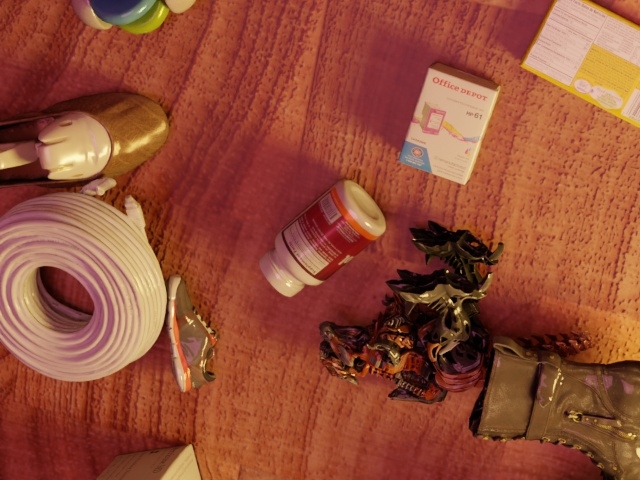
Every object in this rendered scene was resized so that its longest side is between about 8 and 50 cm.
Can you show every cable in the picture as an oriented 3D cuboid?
[{"bbox_3d":[-0.322,0.063,1.775,0.257,0.089,0.257,-13,112,25],"label":"cable"}]

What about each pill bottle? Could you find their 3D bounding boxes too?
[{"bbox_3d":[0.000,0.000,1.707,0.152,0.086,0.086,-39,93,20],"label":"pill bottle"}]

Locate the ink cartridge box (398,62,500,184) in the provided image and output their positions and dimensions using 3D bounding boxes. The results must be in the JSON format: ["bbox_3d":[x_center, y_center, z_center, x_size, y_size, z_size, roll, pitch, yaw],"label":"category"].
[{"bbox_3d":[0.154,-0.141,1.652,0.088,0.052,0.122,20,106,8],"label":"ink cartridge box"}]

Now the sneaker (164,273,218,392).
[{"bbox_3d":[-0.168,0.117,1.802,0.064,0.061,0.158,-9,104,-12],"label":"sneaker"}]

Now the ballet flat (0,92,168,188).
[{"bbox_3d":[-0.366,-0.114,1.743,0.342,0.124,0.116,-4,104,14],"label":"ballet flat"}]

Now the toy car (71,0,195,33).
[{"bbox_3d":[-0.241,-0.335,1.650,0.159,0.136,0.182,-8,102,15],"label":"toy car"}]

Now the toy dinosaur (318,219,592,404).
[{"bbox_3d":[0.157,0.107,1.691,0.321,0.164,0.218,-8,118,-3],"label":"toy dinosaur"}]

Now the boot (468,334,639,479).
[{"bbox_3d":[0.292,0.227,1.659,0.229,0.091,0.263,2,118,2],"label":"boot"}]

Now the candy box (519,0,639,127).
[{"bbox_3d":[0.347,-0.204,1.604,0.206,0.027,0.105,29,106,4],"label":"candy box"}]

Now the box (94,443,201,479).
[{"bbox_3d":[-0.226,0.388,1.809,0.119,0.181,0.182,-10,101,15],"label":"box"}]
